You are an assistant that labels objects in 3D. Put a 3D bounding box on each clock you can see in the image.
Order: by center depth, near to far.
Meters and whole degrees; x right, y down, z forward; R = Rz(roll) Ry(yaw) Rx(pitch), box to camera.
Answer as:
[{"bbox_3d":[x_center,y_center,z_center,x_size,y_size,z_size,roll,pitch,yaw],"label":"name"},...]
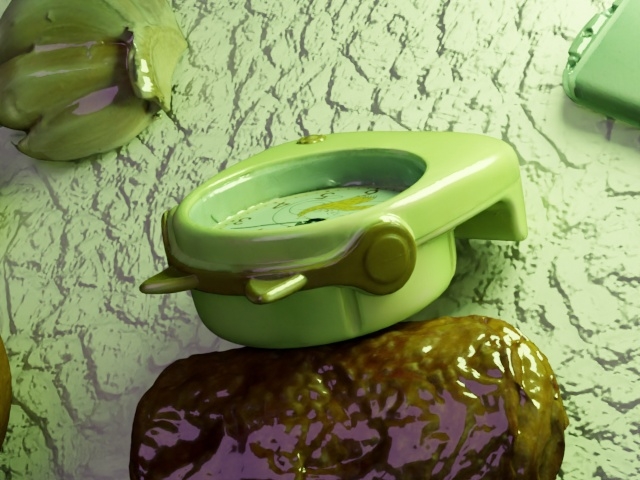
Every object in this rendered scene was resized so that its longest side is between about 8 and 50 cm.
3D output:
[{"bbox_3d":[0.000,0.000,1.516,0.286,0.117,0.348,4,24,38],"label":"clock"}]

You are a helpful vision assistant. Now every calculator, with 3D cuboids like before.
[{"bbox_3d":[0.342,-0.165,1.569,0.246,0.045,0.141,26,76,42],"label":"calculator"}]

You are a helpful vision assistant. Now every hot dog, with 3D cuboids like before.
[{"bbox_3d":[0.028,0.183,1.446,0.387,0.174,0.267,-8,52,14],"label":"hot dog"}]

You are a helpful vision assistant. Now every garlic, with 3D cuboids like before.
[{"bbox_3d":[-0.285,-0.216,1.984,0.292,0.210,0.237,0,94,29],"label":"garlic"}]

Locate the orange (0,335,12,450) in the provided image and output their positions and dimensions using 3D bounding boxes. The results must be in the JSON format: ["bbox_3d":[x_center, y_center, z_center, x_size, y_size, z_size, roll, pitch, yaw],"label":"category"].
[{"bbox_3d":[-0.486,0.144,1.692,0.322,0.357,0.322,-9,53,13],"label":"orange"}]
